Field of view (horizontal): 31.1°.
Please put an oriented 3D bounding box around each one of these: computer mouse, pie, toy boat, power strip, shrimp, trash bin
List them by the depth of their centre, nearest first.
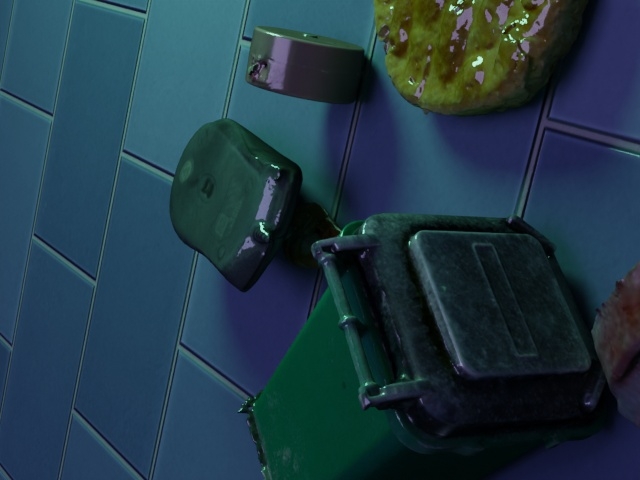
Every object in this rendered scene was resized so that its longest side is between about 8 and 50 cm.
[{"bbox_3d":[0.363,0.141,1.014,0.282,0.096,0.206,51,133,28],"label":"toy boat"},{"bbox_3d":[0.077,0.164,1.225,0.381,0.295,0.259,-53,46,44],"label":"trash bin"},{"bbox_3d":[0.176,-0.297,1.309,0.339,0.083,0.339,-9,79,56],"label":"pie"},{"bbox_3d":[-0.023,-0.231,1.504,0.154,0.154,0.078,30,112,51],"label":"power strip"},{"bbox_3d":[0.000,0.000,1.541,0.184,0.043,0.091,21,99,54],"label":"shrimp"},{"bbox_3d":[-0.104,-0.052,1.603,0.188,0.122,0.371,-68,26,11],"label":"computer mouse"}]
